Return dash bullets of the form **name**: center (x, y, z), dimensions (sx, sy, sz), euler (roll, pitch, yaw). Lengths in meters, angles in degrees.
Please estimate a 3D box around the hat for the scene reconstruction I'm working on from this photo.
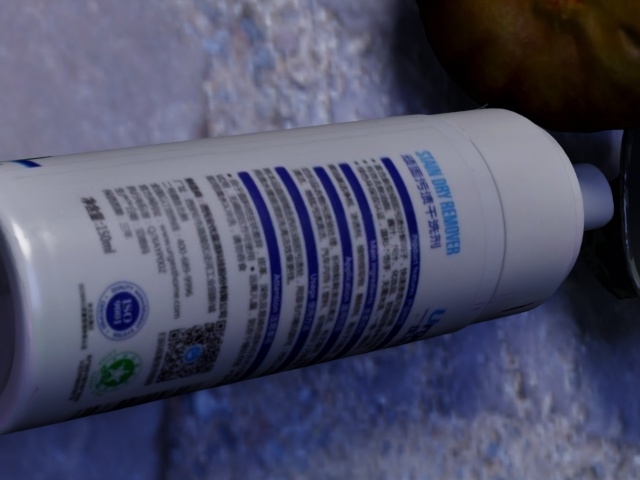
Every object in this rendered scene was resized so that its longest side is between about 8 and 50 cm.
- **hat**: center (0.148, -0.001, 0.784), dimensions (0.121, 0.050, 0.121), euler (31, 49, -42)

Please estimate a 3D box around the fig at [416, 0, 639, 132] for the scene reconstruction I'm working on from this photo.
- **fig**: center (0.109, -0.119, 0.744), dimensions (0.149, 0.202, 0.148), euler (-6, 90, -11)

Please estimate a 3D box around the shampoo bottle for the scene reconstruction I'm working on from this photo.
- **shampoo bottle**: center (0.000, 0.000, 0.653), dimensions (0.303, 0.092, 0.092), euler (-11, 86, -38)
